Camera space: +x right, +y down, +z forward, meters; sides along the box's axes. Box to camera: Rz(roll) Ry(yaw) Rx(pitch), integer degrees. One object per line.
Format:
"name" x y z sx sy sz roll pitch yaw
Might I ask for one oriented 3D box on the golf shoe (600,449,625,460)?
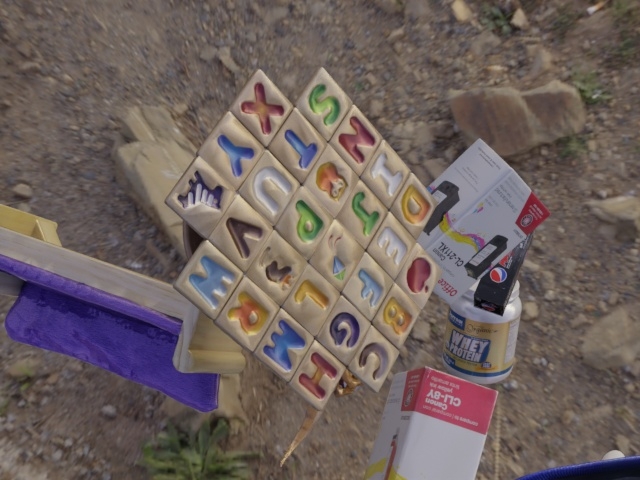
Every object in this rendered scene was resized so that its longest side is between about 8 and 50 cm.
"golf shoe" 0.592 0.476 1.793 0.077 0.198 0.094 15 124 14

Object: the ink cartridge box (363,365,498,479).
"ink cartridge box" 0.195 0.466 1.809 0.160 0.279 0.384 19 76 -5

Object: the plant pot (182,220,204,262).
"plant pot" -0.058 -0.022 1.484 0.263 0.229 0.263 4 98 33

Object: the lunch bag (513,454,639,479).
"lunch bag" 0.294 0.272 0.643 0.328 0.385 0.238 -3 94 -16

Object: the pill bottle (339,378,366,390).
"pill bottle" 0.024 0.191 1.424 0.152 0.086 0.086 8 93 17

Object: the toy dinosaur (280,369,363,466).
"toy dinosaur" 0.005 0.178 1.139 0.112 0.064 0.211 12 87 -29

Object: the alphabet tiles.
"alphabet tiles" 0.000 0.000 0.946 0.342 0.011 0.285 45 64 -31

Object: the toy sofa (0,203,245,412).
"toy sofa" -0.275 0.085 1.125 0.363 0.150 0.177 17 86 21

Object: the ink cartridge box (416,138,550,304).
"ink cartridge box" 0.178 -0.019 1.115 0.175 0.072 0.127 -44 137 9

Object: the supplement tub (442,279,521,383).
"supplement tub" 0.323 0.169 1.799 0.144 0.144 0.199 1 113 -5

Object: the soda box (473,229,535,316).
"soda box" 0.328 0.046 1.607 0.060 0.053 0.169 19 68 18
